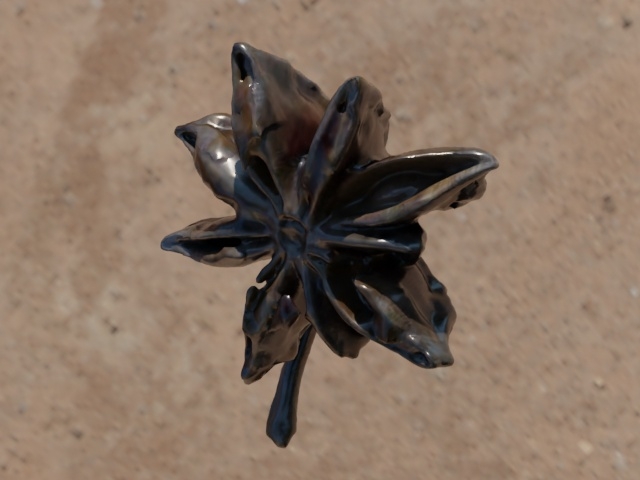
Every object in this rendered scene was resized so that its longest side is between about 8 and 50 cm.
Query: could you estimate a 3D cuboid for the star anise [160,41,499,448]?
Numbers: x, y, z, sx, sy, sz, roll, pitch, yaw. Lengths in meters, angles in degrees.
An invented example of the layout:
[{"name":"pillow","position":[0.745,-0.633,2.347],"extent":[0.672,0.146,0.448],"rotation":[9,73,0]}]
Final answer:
[{"name":"star anise","position":[0.000,0.000,1.082],"extent":[0.209,0.089,0.231],"rotation":[52,135,15]}]
